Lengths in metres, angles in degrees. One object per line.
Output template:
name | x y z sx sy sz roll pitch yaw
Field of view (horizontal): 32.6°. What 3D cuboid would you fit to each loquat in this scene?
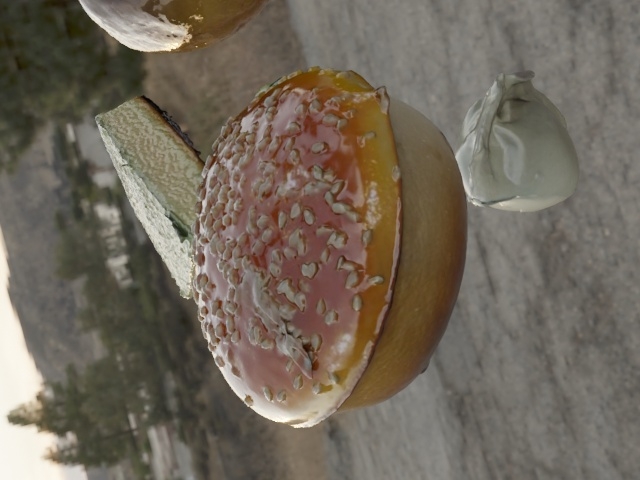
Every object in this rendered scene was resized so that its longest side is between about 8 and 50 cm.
loquat | -0.114 -0.271 0.948 0.193 0.238 0.238 47 -171 -35

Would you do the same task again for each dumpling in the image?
dumpling | 0.174 -0.088 0.979 0.108 0.188 0.127 -7 88 39

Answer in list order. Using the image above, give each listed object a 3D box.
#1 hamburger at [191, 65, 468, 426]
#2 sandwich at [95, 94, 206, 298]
hamburger | -0.001 0.004 0.676 0.237 0.147 0.236 -168 90 -73
sandwich | -0.106 -0.008 0.890 0.193 0.058 0.162 48 161 44
